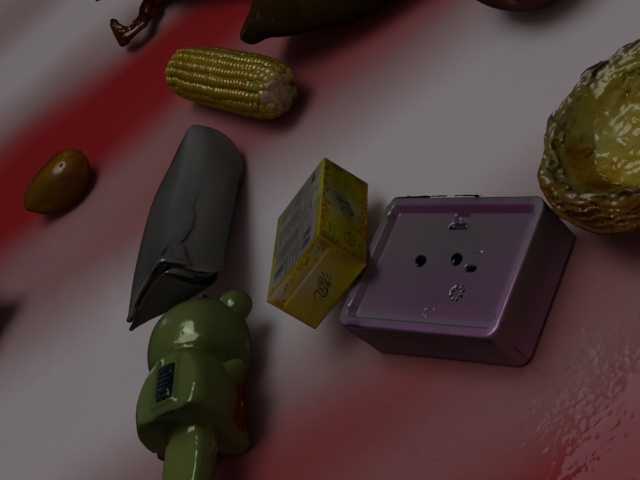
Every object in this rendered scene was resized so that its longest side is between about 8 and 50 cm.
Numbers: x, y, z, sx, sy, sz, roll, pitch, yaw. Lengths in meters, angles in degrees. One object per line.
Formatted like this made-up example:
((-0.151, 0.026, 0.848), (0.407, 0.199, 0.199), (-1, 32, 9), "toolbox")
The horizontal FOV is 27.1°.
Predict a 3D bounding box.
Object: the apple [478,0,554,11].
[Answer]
((0.216, -0.315, 1.418), (0.153, 0.120, 0.153), (-33, 38, 31), "apple")

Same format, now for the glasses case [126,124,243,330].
((-0.158, -0.011, 1.562), (0.128, 0.083, 0.308), (-50, 19, 30), "glasses case")

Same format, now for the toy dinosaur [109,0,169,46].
((-0.243, -0.385, 1.985), (0.208, 0.097, 0.432), (-38, 41, 1), "toy dinosaur")

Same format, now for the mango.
((-0.374, -0.081, 1.883), (0.114, 0.060, 0.080), (-47, 34, 11), "mango")

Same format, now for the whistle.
((-0.127, 0.166, 1.375), (0.131, 0.106, 0.288), (-27, 41, 25), "whistle")

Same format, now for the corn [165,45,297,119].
((-0.114, -0.205, 1.701), (0.248, 0.081, 0.081), (21, 75, 53), "corn")

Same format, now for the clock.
((0.128, 0.034, 1.257), (0.197, 0.063, 0.150), (1, 60, 46), "clock")

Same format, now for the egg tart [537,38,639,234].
((0.291, -0.088, 1.169), (0.212, 0.090, 0.213), (-25, 44, 27), "egg tart")

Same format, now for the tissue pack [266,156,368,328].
((0.000, 0.000, 1.368), (0.095, 0.062, 0.176), (-53, 15, 25), "tissue pack")

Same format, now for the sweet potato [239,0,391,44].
((0.054, -0.354, 1.608), (0.369, 0.158, 0.158), (-18, 47, 26), "sweet potato")
